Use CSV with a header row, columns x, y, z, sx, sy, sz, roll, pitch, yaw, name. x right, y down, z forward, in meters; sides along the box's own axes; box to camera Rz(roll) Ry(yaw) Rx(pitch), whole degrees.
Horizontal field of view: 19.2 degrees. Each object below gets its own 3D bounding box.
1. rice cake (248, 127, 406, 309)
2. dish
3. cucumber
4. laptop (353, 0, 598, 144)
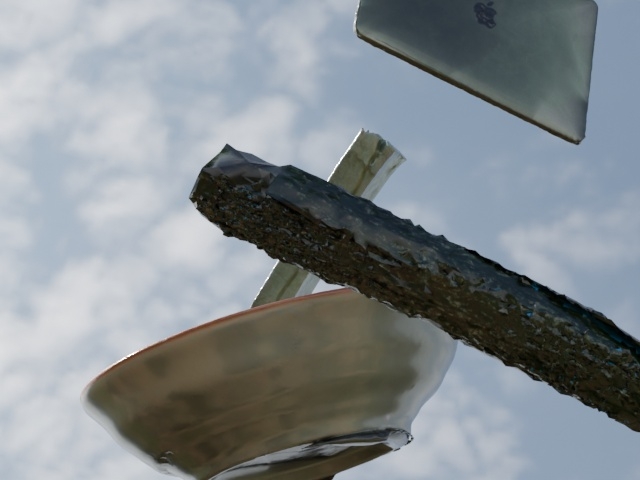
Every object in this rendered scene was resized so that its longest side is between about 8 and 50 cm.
x,y,z,sx,sy,sz,roll,pitch,yaw,name
0.000,0.000,1.658,0.038,0.211,0.124,34,3,7,rice cake
-0.019,0.112,1.218,0.260,0.085,0.260,-14,-17,-5,dish
0.058,0.021,0.863,0.257,0.043,0.044,26,-56,13,cucumber
0.159,-0.220,1.864,0.269,0.187,0.015,24,-33,-20,laptop
